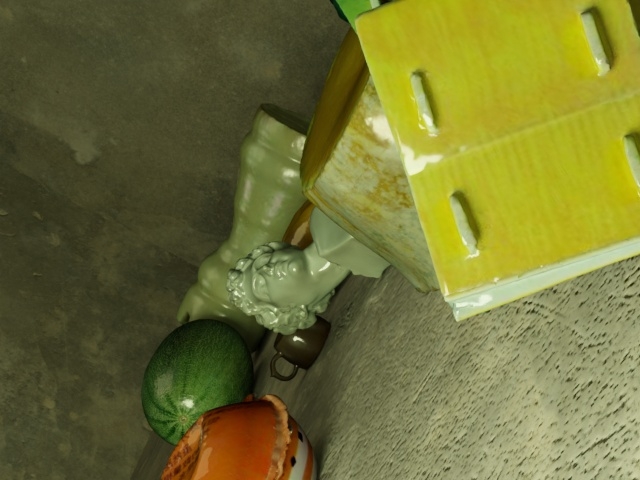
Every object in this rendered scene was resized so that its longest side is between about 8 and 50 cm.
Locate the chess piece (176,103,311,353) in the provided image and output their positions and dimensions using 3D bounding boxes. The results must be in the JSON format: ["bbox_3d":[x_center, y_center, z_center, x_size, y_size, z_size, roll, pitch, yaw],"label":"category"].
[{"bbox_3d":[-0.107,-0.013,2.130,0.442,0.234,0.234,-63,7,11],"label":"chess piece"}]

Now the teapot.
[{"bbox_3d":[-0.036,0.136,1.574,0.121,0.068,0.076,-63,7,-16],"label":"teapot"}]

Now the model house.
[{"bbox_3d":[0.177,-0.090,0.759,0.300,0.340,0.324,-18,52,16],"label":"model house"}]

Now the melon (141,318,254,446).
[{"bbox_3d":[-0.203,0.233,1.938,0.182,0.182,0.288,-58,5,28],"label":"melon"}]

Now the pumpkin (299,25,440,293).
[{"bbox_3d":[0.100,-0.134,1.165,0.332,0.199,0.332,-62,4,8],"label":"pumpkin"}]

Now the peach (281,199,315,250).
[{"bbox_3d":[0.000,0.000,1.714,0.179,0.103,0.179,-57,8,13],"label":"peach"}]

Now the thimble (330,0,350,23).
[{"bbox_3d":[0.141,-0.533,2.202,0.288,0.254,0.167,-34,-6,-33],"label":"thimble"}]

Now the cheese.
[{"bbox_3d":[-0.086,0.281,1.154,0.217,0.129,0.329,-55,21,23],"label":"cheese"}]

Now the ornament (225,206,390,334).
[{"bbox_3d":[0.007,0.025,1.461,0.285,0.130,0.120,-30,37,38],"label":"ornament"}]
